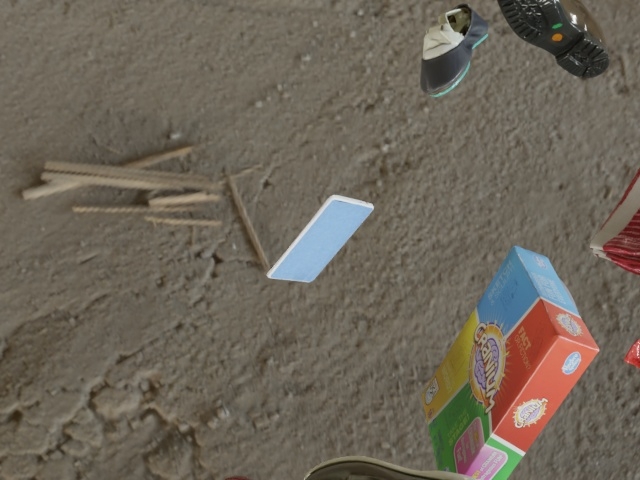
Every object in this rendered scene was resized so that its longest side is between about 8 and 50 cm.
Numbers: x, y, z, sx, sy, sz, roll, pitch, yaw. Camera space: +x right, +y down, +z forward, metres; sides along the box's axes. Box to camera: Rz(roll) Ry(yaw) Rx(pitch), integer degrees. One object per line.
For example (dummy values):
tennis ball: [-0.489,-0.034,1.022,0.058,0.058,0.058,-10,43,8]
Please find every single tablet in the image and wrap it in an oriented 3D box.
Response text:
tablet: [0.000,0.000,0.616,0.083,0.054,0.006,-50,57,23]

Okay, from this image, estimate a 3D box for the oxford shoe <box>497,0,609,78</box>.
oxford shoe: [0.344,-0.342,1.235,0.083,0.227,0.096,-28,38,43]

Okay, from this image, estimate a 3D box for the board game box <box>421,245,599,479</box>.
board game box: [0.263,0.200,1.214,0.064,0.316,0.242,20,26,-13]

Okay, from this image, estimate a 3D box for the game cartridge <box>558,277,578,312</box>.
game cartridge: [0.365,0.167,1.427,0.062,0.198,0.297,28,26,-12]

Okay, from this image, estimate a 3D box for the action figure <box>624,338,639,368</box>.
action figure: [0.666,0.231,1.368,0.280,0.091,0.139,42,108,44]

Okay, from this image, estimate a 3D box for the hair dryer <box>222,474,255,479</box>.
hair dryer: [-0.182,0.421,1.231,0.293,0.223,0.080,-9,68,-48]

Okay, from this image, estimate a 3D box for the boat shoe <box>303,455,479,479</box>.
boat shoe: [0.092,0.379,1.163,0.305,0.109,0.091,-3,19,30]

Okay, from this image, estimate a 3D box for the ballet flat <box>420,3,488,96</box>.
ballet flat: [0.168,-0.261,1.086,0.074,0.074,0.203,17,41,17]

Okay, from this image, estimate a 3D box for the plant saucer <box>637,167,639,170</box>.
plant saucer: [0.664,-0.110,1.231,0.259,0.258,0.048,2,77,-33]

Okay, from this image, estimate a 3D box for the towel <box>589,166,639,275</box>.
towel: [0.401,-0.055,0.750,0.037,0.329,0.237,32,90,-19]
